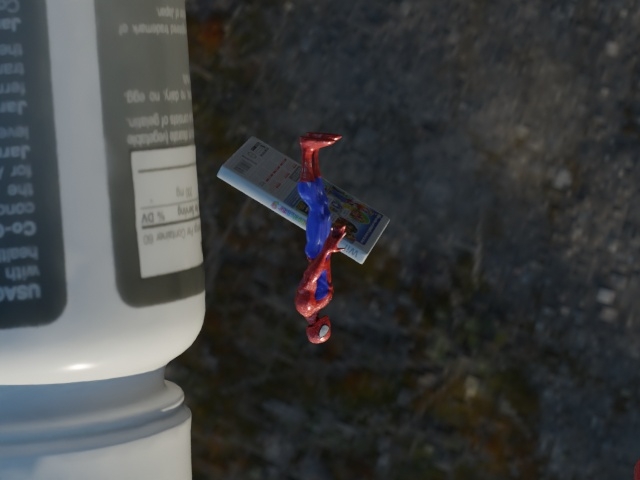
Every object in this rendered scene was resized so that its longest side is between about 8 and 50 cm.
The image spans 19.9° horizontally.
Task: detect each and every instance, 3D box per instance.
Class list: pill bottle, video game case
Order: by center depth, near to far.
[{"bbox_3d":[-0.132,-0.026,0.763,0.161,0.161,0.283,-1,95,24],"label":"pill bottle"},{"bbox_3d":[-0.011,-0.031,1.331,0.122,0.087,0.011,31,112,2],"label":"video game case"}]

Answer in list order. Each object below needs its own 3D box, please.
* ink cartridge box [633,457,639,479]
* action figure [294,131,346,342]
[{"bbox_3d":[0.203,0.176,0.588,0.197,0.273,0.114,37,120,-9],"label":"ink cartridge box"},{"bbox_3d":[0.000,0.000,0.999,0.030,0.038,0.115,5,101,4],"label":"action figure"}]
